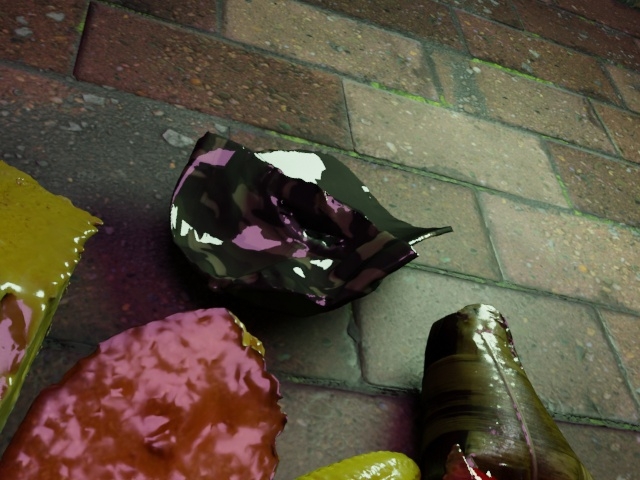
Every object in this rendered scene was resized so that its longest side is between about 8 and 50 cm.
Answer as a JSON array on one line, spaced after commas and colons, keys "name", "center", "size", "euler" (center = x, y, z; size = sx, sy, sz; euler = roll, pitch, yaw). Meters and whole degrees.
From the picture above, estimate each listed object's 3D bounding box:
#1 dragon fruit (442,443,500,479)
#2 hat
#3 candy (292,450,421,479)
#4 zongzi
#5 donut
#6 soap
[{"name": "dragon fruit", "center": [0.241, 0.410, 0.768], "size": [0.344, 0.100, 0.282], "euler": [32, 66, -18]}, {"name": "hat", "center": [0.000, 0.000, 1.078], "size": [0.366, 0.257, 0.382], "euler": [36, 3, 29]}, {"name": "candy", "center": [0.040, 0.288, 0.825], "size": [0.199, 0.094, 0.106], "euler": [-13, 20, -43]}, {"name": "zongzi", "center": [0.271, 0.241, 0.969], "size": [0.289, 0.134, 0.285], "euler": [19, 48, -10]}, {"name": "donut", "center": [-0.105, 0.303, 0.616], "size": [0.378, 0.163, 0.435], "euler": [-30, 77, -22]}, {"name": "soap", "center": [-0.315, 0.013, 0.681], "size": [0.169, 0.304, 0.338], "euler": [22, 57, -13]}]
